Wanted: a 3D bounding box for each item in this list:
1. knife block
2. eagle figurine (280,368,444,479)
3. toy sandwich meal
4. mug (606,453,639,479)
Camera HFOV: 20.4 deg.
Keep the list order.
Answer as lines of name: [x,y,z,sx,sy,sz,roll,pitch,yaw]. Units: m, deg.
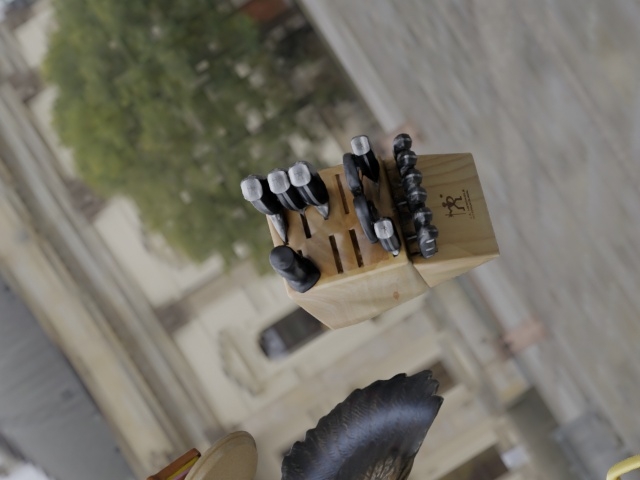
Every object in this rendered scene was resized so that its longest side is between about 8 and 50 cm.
knife block: [0.000,0.000,1.343,0.275,0.242,0.088,-29,71,50]
eagle figurine: [0.026,0.253,1.308,0.298,0.225,0.226,-26,-70,-47]
toy sandwich meal: [-0.072,0.146,1.065,0.029,0.085,0.085,30,169,26]
mug: [0.181,0.148,0.885,0.078,0.064,0.062,35,-135,-34]
